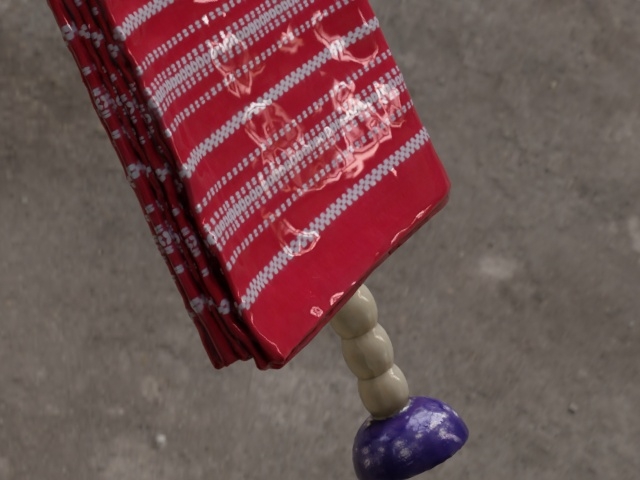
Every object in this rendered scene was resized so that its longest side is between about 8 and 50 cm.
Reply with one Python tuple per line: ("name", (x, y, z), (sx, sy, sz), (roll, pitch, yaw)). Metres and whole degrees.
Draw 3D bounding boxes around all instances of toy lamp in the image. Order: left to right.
("toy lamp", (0.000, 0.000, 0.852), (0.080, 0.080, 0.275), (-29, 102, -24))

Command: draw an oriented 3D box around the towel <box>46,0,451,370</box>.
("towel", (-0.036, -0.102, 0.667), (0.199, 0.031, 0.275), (-40, 111, -51))
